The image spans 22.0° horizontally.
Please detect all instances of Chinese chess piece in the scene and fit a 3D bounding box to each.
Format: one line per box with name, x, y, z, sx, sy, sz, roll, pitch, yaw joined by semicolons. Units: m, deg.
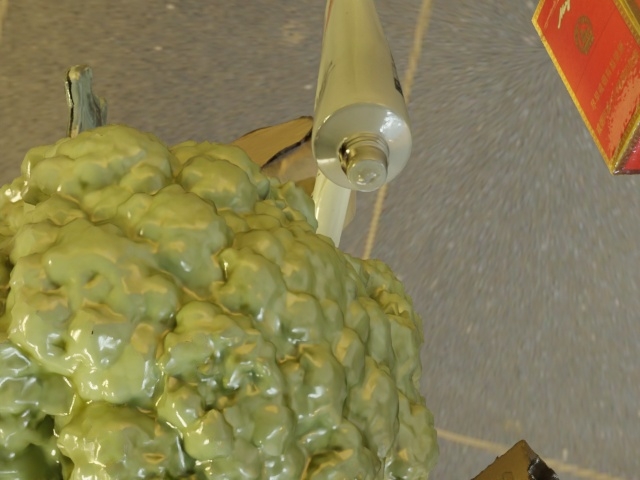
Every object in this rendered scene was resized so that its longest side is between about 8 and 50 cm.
Chinese chess piece;-0.090;-0.026;1.599;0.257;0.257;0.104;-21;102;10

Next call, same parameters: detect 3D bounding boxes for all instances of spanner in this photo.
spanner;-0.196;-0.007;1.285;0.017;0.071;0.302;-8;56;18

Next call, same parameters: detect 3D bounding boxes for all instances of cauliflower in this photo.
cauliflower;-0.100;0.069;0.750;0.281;0.327;0.260;-25;67;36

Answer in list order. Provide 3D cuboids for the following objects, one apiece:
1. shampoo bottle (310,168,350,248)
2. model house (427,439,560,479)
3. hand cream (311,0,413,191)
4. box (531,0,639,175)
shampoo bottle;0.000;0.000;1.472;0.034;0.049;0.141;17;78;-23
model house;0.067;0.181;1.072;0.176;0.181;0.248;-44;56;20
hand cream;0.022;-0.142;1.356;0.077;0.341;0.124;4;123;-9
box;0.313;-0.206;1.727;0.074;0.153;0.240;-8;53;-17
